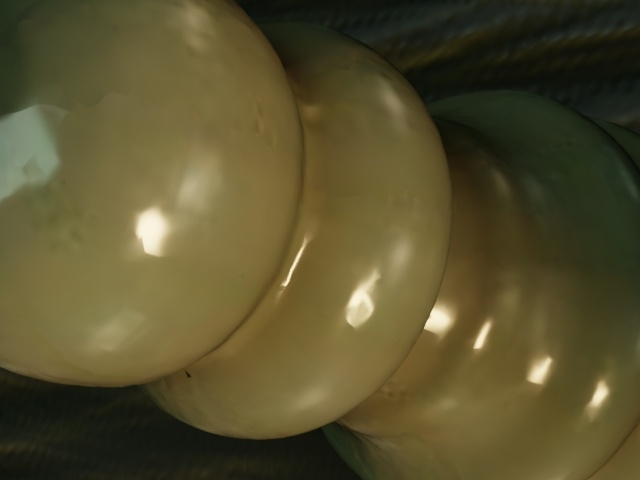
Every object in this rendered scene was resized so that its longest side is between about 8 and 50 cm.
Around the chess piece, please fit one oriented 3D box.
[{"bbox_3d":[0.000,0.000,0.531,0.182,0.330,0.182,-14,68,37],"label":"chess piece"}]
